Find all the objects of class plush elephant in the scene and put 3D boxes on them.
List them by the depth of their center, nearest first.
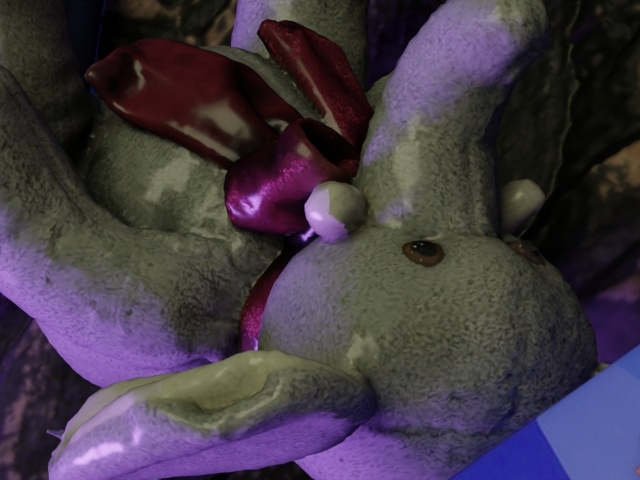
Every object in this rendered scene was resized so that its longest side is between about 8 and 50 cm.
[{"bbox_3d":[0.000,0.000,0.724,0.255,0.272,0.330,5,92,45],"label":"plush elephant"}]

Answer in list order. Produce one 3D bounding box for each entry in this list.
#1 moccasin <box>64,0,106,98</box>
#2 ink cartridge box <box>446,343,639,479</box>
[{"bbox_3d":[-0.183,-0.130,0.984,0.137,0.117,0.342,-6,59,25],"label":"moccasin"},{"bbox_3d":[0.213,0.122,0.551,0.395,0.151,0.270,-39,53,13],"label":"ink cartridge box"}]
